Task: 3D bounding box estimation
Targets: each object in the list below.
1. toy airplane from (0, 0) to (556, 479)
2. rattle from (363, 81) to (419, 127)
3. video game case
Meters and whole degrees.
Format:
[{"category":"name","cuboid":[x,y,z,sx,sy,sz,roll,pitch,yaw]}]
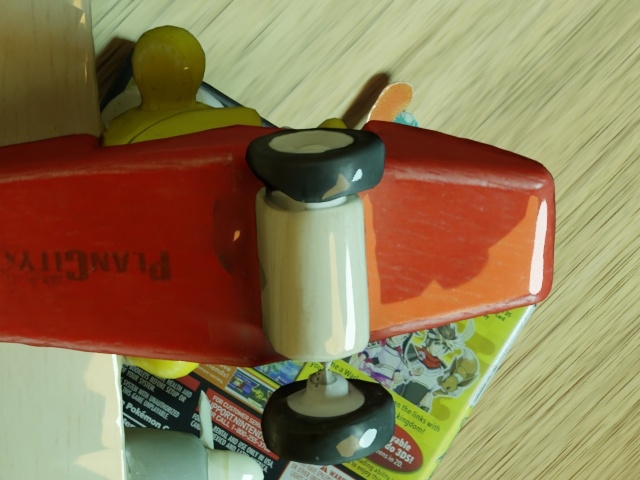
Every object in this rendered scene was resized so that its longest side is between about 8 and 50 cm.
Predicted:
[{"category":"toy airplane","cuboid":[-0.127,-0.012,0.864,0.386,0.384,0.272,-46,-176,21]},{"category":"rattle","cuboid":[0.000,0.000,1.181,0.143,0.199,0.130,-7,180,27]},{"category":"video game case","cuboid":[-0.051,0.062,1.011,0.248,0.275,0.035,-59,177,7]}]
